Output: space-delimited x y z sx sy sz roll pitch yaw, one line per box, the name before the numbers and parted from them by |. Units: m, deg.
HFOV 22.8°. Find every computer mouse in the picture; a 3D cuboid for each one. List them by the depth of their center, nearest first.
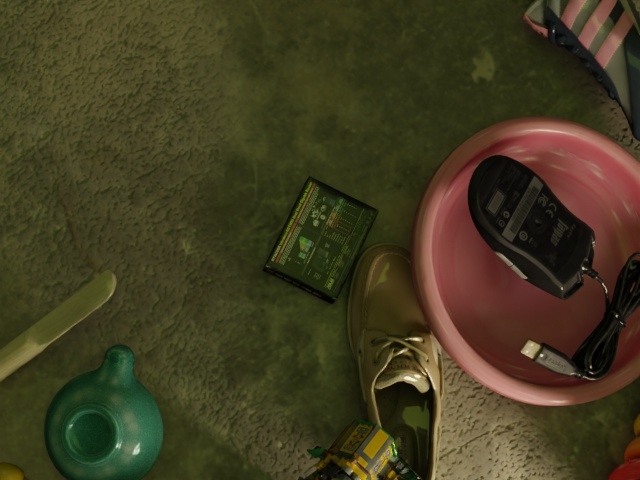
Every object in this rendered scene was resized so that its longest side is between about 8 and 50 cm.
computer mouse | 0.237 0.039 1.744 0.262 0.060 0.184 34 67 -20

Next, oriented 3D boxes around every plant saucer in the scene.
plant saucer | 0.254 0.026 1.824 0.332 0.084 0.332 3 79 -15

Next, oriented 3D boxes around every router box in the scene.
router box | 0.000 0.000 1.830 0.092 0.038 0.122 27 77 -3

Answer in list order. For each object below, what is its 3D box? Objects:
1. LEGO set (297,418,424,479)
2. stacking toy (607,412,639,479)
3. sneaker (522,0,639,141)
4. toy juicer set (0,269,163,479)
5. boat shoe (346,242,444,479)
LEGO set | 0.048 0.372 1.656 0.331 0.255 0.192 49 49 -9
stacking toy | 0.425 0.195 1.812 0.175 0.165 0.302 22 66 -19
sneaker | 0.318 -0.249 1.902 0.131 0.112 0.319 -20 80 6
toy juicer set | -0.275 0.217 1.736 0.209 0.089 0.329 -16 85 7
boat shoe | 0.091 0.146 1.785 0.109 0.098 0.302 0 79 -9
